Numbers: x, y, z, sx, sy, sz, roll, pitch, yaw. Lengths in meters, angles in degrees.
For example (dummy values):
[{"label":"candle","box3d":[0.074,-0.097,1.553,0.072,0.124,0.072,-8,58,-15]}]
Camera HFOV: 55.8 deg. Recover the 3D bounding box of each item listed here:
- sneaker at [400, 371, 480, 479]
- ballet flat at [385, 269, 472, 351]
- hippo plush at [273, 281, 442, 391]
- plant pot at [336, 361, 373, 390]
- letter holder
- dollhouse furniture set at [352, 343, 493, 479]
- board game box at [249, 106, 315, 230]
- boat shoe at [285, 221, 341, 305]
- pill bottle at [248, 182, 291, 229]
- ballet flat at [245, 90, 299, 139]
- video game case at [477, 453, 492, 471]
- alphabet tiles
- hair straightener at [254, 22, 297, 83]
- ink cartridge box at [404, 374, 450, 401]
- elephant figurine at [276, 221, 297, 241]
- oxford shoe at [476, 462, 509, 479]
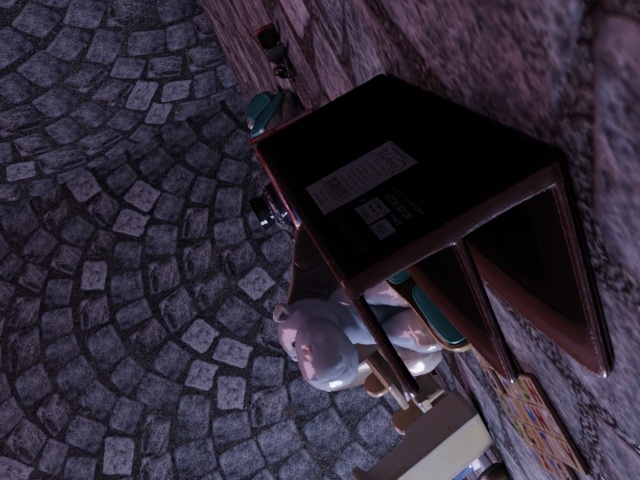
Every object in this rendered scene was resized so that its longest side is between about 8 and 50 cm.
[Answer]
[{"label":"sneaker","box3d":[0.253,0.512,1.589,0.322,0.236,0.130,61,178,2]},{"label":"ballet flat","box3d":[0.138,0.060,0.846,0.232,0.080,0.073,61,-172,28]},{"label":"hippo plush","box3d":[0.042,0.110,0.994,0.294,0.237,0.234,-124,20,-51]},{"label":"plant pot","box3d":[0.118,0.330,1.923,0.323,0.280,0.323,61,176,6]},{"label":"letter holder","box3d":[0.082,0.007,0.531,0.214,0.152,0.302,61,178,-29]},{"label":"dollhouse furniture set","box3d":[0.130,0.342,1.297,0.394,0.256,0.362,47,173,46]},{"label":"board game box","box3d":[-0.028,-0.134,1.291,0.027,0.145,0.281,58,176,48]},{"label":"boat shoe","box3d":[-0.004,0.065,1.223,0.132,0.355,0.130,18,165,0]},{"label":"pill bottle","box3d":[-0.082,-0.121,1.672,0.122,0.219,0.123,61,178,4]},{"label":"ballet flat","box3d":[-0.100,-0.300,1.520,0.147,0.147,0.409,63,180,-23]},{"label":"video game case","box3d":[0.444,0.625,1.407,0.193,0.023,0.212,63,177,-24]},{"label":"alphabet tiles","box3d":[0.263,0.218,0.770,0.198,0.009,0.237,62,178,9]},{"label":"hair straightener","box3d":[-0.084,-0.348,1.191,0.089,0.047,0.230,62,178,-1]},{"label":"ink cartridge box","box3d":[0.292,0.435,1.480,0.181,0.104,0.061,62,177,-9]},{"label":"elephant figurine","box3d":[0.000,0.000,1.684,0.239,0.186,0.169,46,-157,-13]},{"label":"oxford shoe","box3d":[0.379,0.552,1.257,0.096,0.083,0.227,40,151,54]}]
